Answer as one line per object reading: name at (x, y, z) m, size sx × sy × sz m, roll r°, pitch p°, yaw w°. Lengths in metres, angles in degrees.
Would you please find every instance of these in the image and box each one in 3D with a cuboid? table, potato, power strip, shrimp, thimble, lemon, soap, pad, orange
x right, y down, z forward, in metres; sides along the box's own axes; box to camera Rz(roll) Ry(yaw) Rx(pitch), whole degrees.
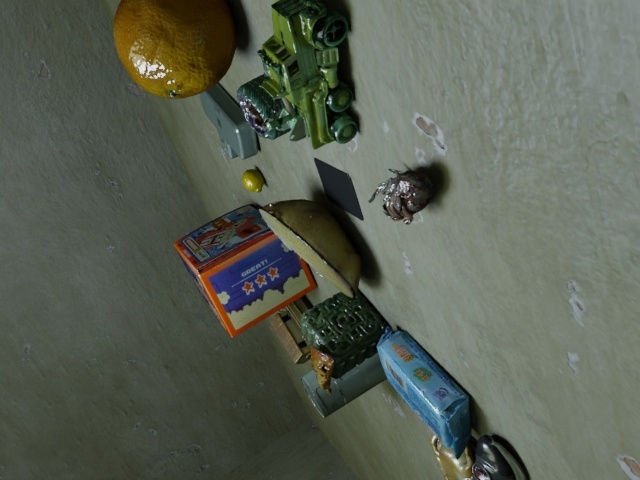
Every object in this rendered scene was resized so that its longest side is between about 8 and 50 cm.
table at (0.071, 0.370, 1.532) m, size 0.126 × 0.220 × 0.126 m, roll 55°, pitch 165°, yaw 23°
potato at (0.000, 0.000, 1.296) m, size 0.299 × 0.116 × 0.239 m, roll 41°, pitch 165°, yaw 20°
power strip at (-0.260, -0.324, 1.609) m, size 0.265 × 0.059 × 0.193 m, roll 50°, pitch 157°, yaw 32°
shrimp at (0.125, -0.068, 0.873) m, size 0.073 × 0.074 × 0.190 m, roll 28°, pitch 176°, yaw -4°
thimble at (-0.106, -0.277, 1.167) m, size 0.135 × 0.090 × 0.118 m, roll 49°, pitch 164°, yaw 26°
lemon at (-0.201, -0.178, 1.685) m, size 0.083 × 0.062 × 0.062 m, roll 56°, pitch 164°, yaw 15°
soap at (0.224, 0.320, 1.235) m, size 0.293 × 0.077 × 0.156 m, roll 45°, pitch 160°, yaw 44°
pad at (0.037, -0.109, 1.185) m, size 0.157 × 0.003 × 0.112 m, roll 38°, pitch 153°, yaw 54°
orange at (-0.303, -0.426, 1.190) m, size 0.264 × 0.264 × 0.264 m, roll 53°, pitch 163°, yaw 24°

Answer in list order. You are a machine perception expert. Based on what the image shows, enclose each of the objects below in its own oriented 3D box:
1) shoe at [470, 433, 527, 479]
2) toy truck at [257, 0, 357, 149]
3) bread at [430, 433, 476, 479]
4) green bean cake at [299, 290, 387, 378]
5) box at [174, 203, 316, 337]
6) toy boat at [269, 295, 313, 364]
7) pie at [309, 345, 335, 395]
shoe at (0.342, 0.492, 1.112) m, size 0.227 × 0.112 × 0.099 m, roll 65°, pitch 165°, yaw -22°
toy truck at (-0.032, -0.258, 0.893) m, size 0.128 × 0.135 × 0.259 m, roll 49°, pitch 158°, yaw 33°
bread at (0.334, 0.528, 1.261) m, size 0.134 × 0.081 × 0.225 m, roll 9°, pitch 126°, yaw 64°
green bean cake at (0.057, 0.220, 1.384) m, size 0.173 × 0.182 × 0.094 m, roll 52°, pitch 161°, yaw 34°
box at (-0.252, 0.075, 1.821) m, size 0.349 × 0.319 × 0.256 m, roll 32°, pitch 147°, yaw 61°
toy boat at (-0.055, 0.334, 1.965) m, size 0.445 × 0.162 × 0.135 m, roll 52°, pitch 160°, yaw 27°
pie at (-0.001, 0.299, 1.324) m, size 0.088 × 0.033 × 0.191 m, roll 51°, pitch 156°, yaw 31°
